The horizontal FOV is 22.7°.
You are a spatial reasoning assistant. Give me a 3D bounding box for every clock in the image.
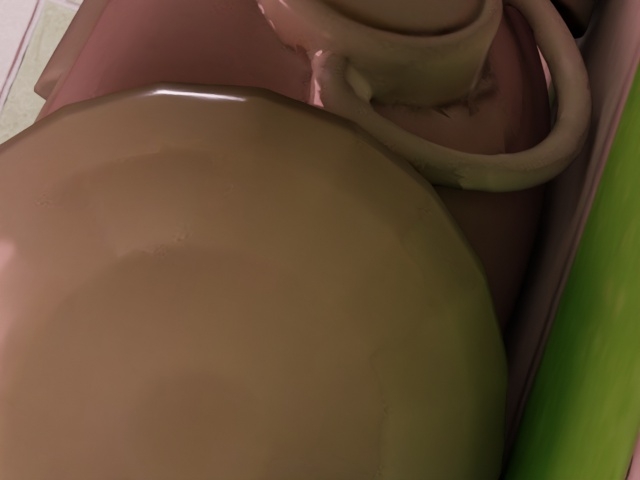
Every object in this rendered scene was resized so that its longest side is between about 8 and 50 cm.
[{"bbox_3d":[-0.036,0.027,0.504,0.342,0.184,0.326,-77,9,-45],"label":"clock"}]
